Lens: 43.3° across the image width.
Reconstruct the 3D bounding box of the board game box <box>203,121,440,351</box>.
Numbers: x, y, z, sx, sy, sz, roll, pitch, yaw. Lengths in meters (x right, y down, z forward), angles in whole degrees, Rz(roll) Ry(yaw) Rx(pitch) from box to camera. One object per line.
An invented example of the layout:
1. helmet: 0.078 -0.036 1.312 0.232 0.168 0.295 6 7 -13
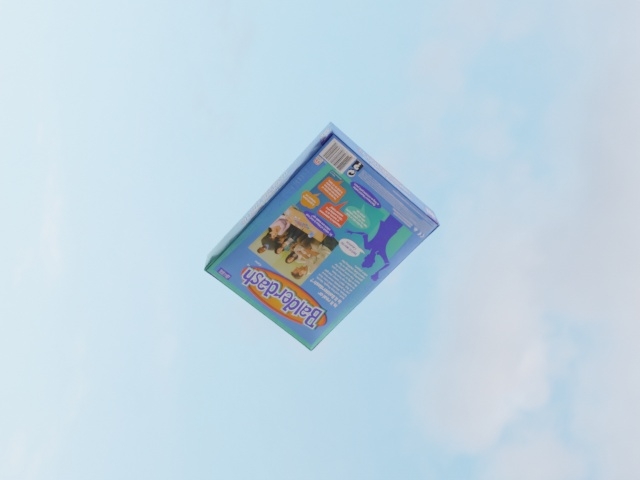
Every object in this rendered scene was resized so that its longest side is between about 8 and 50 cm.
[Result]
1. board game box: 0.000 0.000 0.890 0.210 0.160 0.047 -45 -162 15
